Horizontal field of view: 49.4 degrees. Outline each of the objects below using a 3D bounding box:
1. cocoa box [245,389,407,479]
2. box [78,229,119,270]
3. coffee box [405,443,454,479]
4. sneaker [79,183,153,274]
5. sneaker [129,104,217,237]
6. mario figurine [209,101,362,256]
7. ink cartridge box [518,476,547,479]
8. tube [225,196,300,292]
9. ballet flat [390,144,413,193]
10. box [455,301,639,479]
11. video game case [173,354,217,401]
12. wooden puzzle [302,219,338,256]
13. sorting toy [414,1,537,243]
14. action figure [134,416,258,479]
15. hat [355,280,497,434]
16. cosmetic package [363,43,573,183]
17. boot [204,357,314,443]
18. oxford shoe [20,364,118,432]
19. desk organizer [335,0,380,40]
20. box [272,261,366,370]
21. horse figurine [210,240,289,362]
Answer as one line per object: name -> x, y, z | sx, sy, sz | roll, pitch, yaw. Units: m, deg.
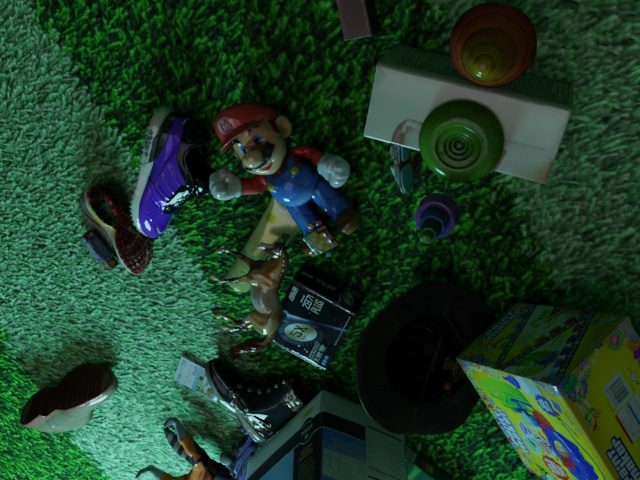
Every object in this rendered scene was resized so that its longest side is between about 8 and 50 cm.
cocoa box -> 0.003, 0.543, 1.540 | 0.231, 0.228, 0.347 | 26, 127, -20
box -> -0.495, 0.023, 1.549 | 0.094, 0.027, 0.137 | 55, 161, -13
coffee box -> 0.216, 0.550, 1.611 | 0.184, 0.040, 0.113 | 37, 124, -2
sneaker -> -0.448, -0.026, 1.529 | 0.093, 0.088, 0.225 | 0, 123, 48
sneaker -> -0.285, -0.111, 1.393 | 0.146, 0.102, 0.293 | 23, 124, 7
mario figurine -> -0.074, -0.108, 1.262 | 0.320, 0.198, 0.170 | 47, 166, -17
ink cartridge box -> 0.520, 0.484, 1.381 | 0.296, 0.066, 0.261 | -25, 132, 30
tube -> -0.114, 0.007, 1.423 | 0.240, 0.070, 0.062 | -51, 50, 29
ballet flat -> 0.144, -0.141, 1.253 | 0.041, 0.041, 0.114 | 4, 119, 19
box -> 0.439, 0.281, 1.207 | 0.290, 0.177, 0.279 | 56, 163, -12
video game case -> -0.296, 0.339, 1.708 | 0.122, 0.011, 0.087 | 28, 124, 5
wooden puzzle -> 0.000, 0.000, 1.287 | 0.049, 0.006, 0.083 | -29, 121, 18
sorting toy -> 0.199, -0.144, 0.992 | 0.127, 0.126, 0.365 | 19, 122, 10
action figure -> -0.257, 0.556, 1.766 | 0.330, 0.178, 0.341 | 29, 95, -3
hat -> 0.184, 0.214, 1.348 | 0.134, 0.331, 0.331 | 22, 137, 60
cosmetic package -> 0.235, -0.206, 1.108 | 0.296, 0.153, 0.129 | 18, 122, 13
boot -> -0.139, 0.339, 1.612 | 0.178, 0.085, 0.236 | -35, 94, 24
oxford shoe -> -0.642, 0.428, 1.854 | 0.348, 0.123, 0.130 | -24, 134, 29
desk organizer -> 0.055, -0.397, 1.133 | 0.050, 0.047, 0.130 | -3, 117, 25
box -> -0.011, 0.160, 1.455 | 0.147, 0.077, 0.180 | 29, 124, 5
horse figurine -> -0.136, 0.119, 1.405 | 0.174, 0.066, 0.263 | 5, 105, 21
